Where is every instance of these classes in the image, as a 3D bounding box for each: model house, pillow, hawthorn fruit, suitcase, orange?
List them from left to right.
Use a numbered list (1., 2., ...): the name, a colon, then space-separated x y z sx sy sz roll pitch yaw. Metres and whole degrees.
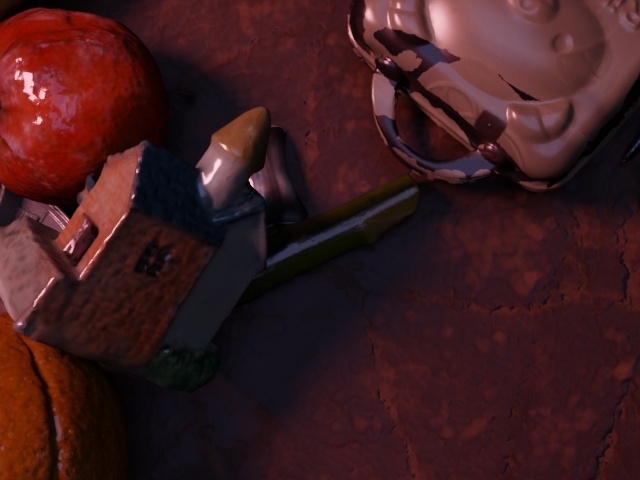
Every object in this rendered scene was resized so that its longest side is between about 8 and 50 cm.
1. orange: -0.364 0.260 1.298 0.322 0.322 0.357 -3 91 -1
2. hawthorn fruit: -0.269 -0.164 1.416 0.271 0.242 0.242 -10 82 -28
3. model house: -0.169 -0.031 1.313 0.325 0.267 0.194 -53 43 10
4. pillow: -0.070 -0.078 1.471 0.091 0.055 0.136 -11 85 -4
5. suitcase: 0.209 -0.221 1.423 0.351 0.194 0.339 40 87 5

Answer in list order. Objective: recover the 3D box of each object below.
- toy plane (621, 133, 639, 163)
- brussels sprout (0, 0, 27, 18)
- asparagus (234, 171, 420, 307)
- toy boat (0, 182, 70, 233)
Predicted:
1. toy plane: 0.438 -0.172 1.482 0.189 0.061 0.130 -47 62 -3
2. brussels sprout: -0.452 -0.401 1.422 0.328 0.247 0.328 0 101 -2
3. asparagus: 0.000 0.000 1.462 0.277 0.060 0.067 -24 85 -5
4. toy boat: -0.420 -0.027 1.440 0.319 0.092 0.141 25 64 1
